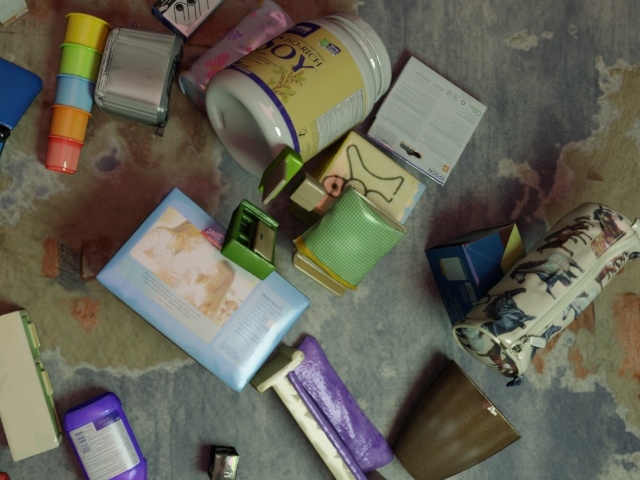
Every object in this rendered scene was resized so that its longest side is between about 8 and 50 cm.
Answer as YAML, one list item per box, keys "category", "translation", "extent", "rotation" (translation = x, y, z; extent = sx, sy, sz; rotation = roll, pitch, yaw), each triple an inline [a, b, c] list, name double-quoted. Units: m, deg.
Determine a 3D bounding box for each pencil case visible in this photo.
- category: "pencil case"
  translation: [-0.174, -0.394, 1.525]
  extent: [0.124, 0.113, 0.273]
  rotation: [41, 77, 9]
- category: "pencil case"
  translation: [0.456, 0.094, 1.401]
  extent: [0.410, 0.183, 0.160]
  rotation: [-41, 113, -14]

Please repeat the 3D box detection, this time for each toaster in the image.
- category: "toaster"
  translation: [-0.372, -0.330, 1.466]
  extent: [0.146, 0.129, 0.227]
  rotation: [12, 86, -9]

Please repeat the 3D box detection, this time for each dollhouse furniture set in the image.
- category: "dollhouse furniture set"
  translation: [0.000, 0.000, 1.326]
  extent: [0.301, 0.151, 0.197]
  rotation: [35, 116, -20]

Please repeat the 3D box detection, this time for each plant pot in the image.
- category: "plant pot"
  translation: [0.275, 0.415, 1.550]
  extent: [0.230, 0.215, 0.215]
  rotation: [-42, 97, 3]

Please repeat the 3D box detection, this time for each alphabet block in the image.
- category: "alphabet block"
  translation: [0.073, -0.089, 1.524]
  extent: [0.197, 0.193, 0.192]
  rotation: [36, 77, -9]

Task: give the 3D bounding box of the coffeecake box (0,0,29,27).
- category: "coffeecake box"
  translation: [-0.649, -0.516, 1.378]
  extent: [0.068, 0.185, 0.142]
  rotation: [-40, 96, -13]

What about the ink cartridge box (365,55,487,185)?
- category: "ink cartridge box"
  translation: [0.241, -0.273, 1.652]
  extent: [0.223, 0.045, 0.224]
  rotation: [32, 80, -9]

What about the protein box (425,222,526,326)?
- category: "protein box"
  translation: [0.358, 0.085, 1.576]
  extent: [0.135, 0.201, 0.200]
  rotation: [-21, 91, -15]

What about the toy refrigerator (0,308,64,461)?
- category: "toy refrigerator"
  translation: [-0.578, 0.274, 1.387]
  extent: [0.094, 0.102, 0.270]
  rotation: [-17, 90, -14]

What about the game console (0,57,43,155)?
- category: "game console"
  translation: [-0.748, -0.256, 1.419]
  extent: [0.293, 0.173, 0.250]
  rotation: [25, 112, -10]

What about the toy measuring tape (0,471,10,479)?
- category: "toy measuring tape"
  translation: [-0.632, 0.547, 1.349]
  extent: [0.121, 0.121, 0.330]
  rotation: [-12, 89, -14]

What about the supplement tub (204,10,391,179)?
- category: "supplement tub"
  translation: [-0.040, -0.299, 1.447]
  extent: [0.331, 0.241, 0.241]
  rotation: [-39, 96, -25]

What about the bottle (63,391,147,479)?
- category: "bottle"
  translation: [-0.407, 0.449, 1.421]
  extent: [0.118, 0.092, 0.283]
  rotation: [-24, 92, -13]

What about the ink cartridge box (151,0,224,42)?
- category: "ink cartridge box"
  translation: [-0.261, -0.538, 1.546]
  extent: [0.097, 0.046, 0.207]
  rotation: [41, 78, -9]

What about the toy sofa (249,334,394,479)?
- category: "toy sofa"
  translation: [0.020, 0.384, 1.501]
  extent: [0.177, 0.150, 0.363]
  rotation: [-35, 95, -12]

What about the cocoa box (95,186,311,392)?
- category: "cocoa box"
  translation: [-0.234, 0.098, 1.417]
  extent: [0.347, 0.228, 0.231]
  rotation: [41, 78, -8]

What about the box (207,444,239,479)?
- category: "box"
  translation: [-0.201, 0.463, 1.475]
  extent: [0.052, 0.083, 0.062]
  rotation: [9, 84, -13]

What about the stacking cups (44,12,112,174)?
- category: "stacking cups"
  translation: [-0.507, -0.295, 1.455]
  extent: [0.095, 0.096, 0.317]
  rotation: [13, 87, -13]
